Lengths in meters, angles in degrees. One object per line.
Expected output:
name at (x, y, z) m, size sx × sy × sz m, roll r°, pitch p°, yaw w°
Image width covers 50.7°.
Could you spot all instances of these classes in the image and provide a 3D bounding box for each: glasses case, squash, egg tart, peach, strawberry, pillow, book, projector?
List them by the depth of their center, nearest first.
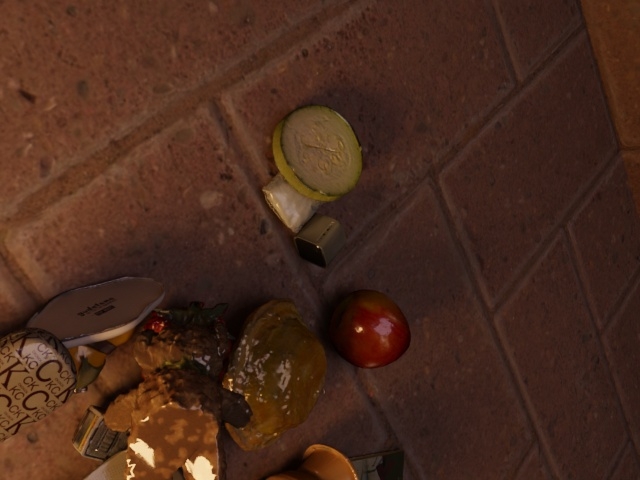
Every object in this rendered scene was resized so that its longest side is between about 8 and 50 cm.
glasses case at (-0.532, 0.252, 0.984) m, size 0.355 × 0.085 × 0.137 m, roll -27°, pitch 120°, yaw -11°
strawberry at (-0.247, 0.227, 1.275) m, size 0.174 × 0.098 × 0.228 m, roll 3°, pitch 101°, yaw -4°
egg tart at (-0.077, 0.275, 1.375) m, size 0.319 × 0.128 × 0.319 m, roll -18°, pitch 110°, yaw -60°
squash at (-0.001, -0.191, 1.479) m, size 0.219 × 0.041 × 0.219 m, roll 11°, pitch 69°, yaw -31°
pillow at (-0.030, -0.133, 1.497) m, size 0.128 × 0.051 × 0.229 m, roll 51°, pitch 59°, yaw -23°
projector at (0.000, 0.000, 1.501) m, size 0.082 × 0.083 × 0.083 m, roll -50°, pitch 147°, yaw -28°
peach at (0.120, 0.211, 1.561) m, size 0.197 × 0.197 × 0.197 m, roll -2°, pitch 93°, yaw -41°
book at (0.102, 0.629, 1.665) m, size 0.289 × 0.026 × 0.201 m, roll 5°, pitch 90°, yaw -42°

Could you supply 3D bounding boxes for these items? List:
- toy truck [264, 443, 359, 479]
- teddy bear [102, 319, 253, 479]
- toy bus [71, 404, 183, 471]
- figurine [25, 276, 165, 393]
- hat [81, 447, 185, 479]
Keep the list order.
toy truck at (-0.031, 0.601, 1.430) m, size 0.212 × 0.204 × 0.288 m, roll -12°, pitch 98°, yaw -43°
teddy bear at (-0.236, 0.302, 1.127) m, size 0.246 × 0.222 × 0.296 m, roll -2°, pitch 101°, yaw -2°
toy bus at (-0.320, 0.376, 1.230) m, size 0.268 × 0.106 × 0.092 m, roll 36°, pitch 74°, yaw -39°
figurine at (-0.372, 0.170, 1.159) m, size 0.250 × 0.166 × 0.141 m, roll -21°, pitch 121°, yaw -41°
hat at (-0.324, 0.479, 1.109) m, size 0.245 × 0.149 × 0.214 m, roll -37°, pitch 123°, yaw -11°
